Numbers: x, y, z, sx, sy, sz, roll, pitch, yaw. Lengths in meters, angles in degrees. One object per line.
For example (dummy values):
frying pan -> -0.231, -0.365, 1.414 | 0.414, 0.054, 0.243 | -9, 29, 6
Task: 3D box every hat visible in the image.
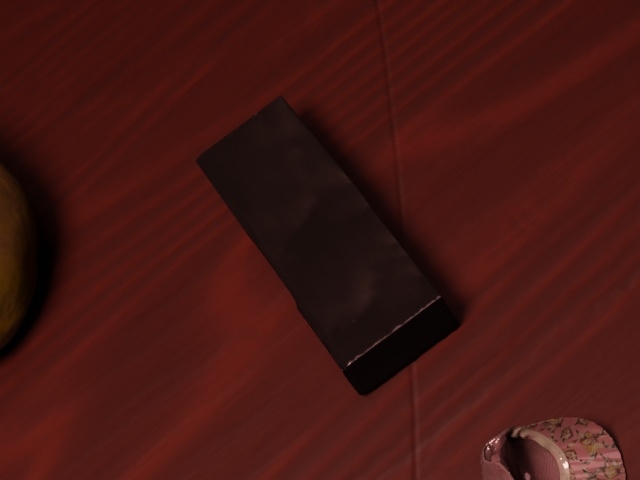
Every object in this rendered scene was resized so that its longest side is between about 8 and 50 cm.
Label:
hat -> 0.134, 0.138, 1.013 | 0.087, 0.042, 0.058 | 3, 59, -13

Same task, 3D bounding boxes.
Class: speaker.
speaker -> 0.000, 0.000, 1.149 | 0.082, 0.044, 0.218 | -37, 52, -1

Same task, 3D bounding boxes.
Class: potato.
potato -> -0.284, 0.000, 1.226 | 0.154, 0.137, 0.200 | -55, 48, 24
